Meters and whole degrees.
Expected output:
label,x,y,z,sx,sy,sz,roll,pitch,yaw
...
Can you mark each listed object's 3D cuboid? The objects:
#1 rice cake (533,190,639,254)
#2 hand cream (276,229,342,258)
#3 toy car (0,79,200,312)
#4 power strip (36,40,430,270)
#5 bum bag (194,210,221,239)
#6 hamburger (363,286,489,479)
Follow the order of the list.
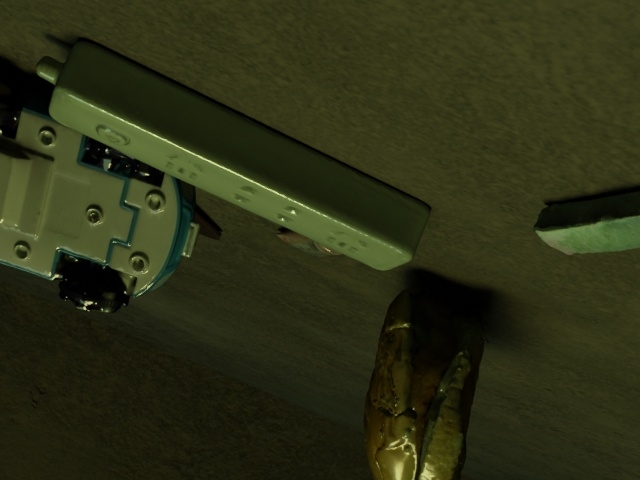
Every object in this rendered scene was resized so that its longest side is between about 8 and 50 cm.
label,x,y,z,sx,sy,sz,roll,pitch,yaw
rice cake,0.237,-0.018,0.817,0.043,0.034,0.211,36,162,-17
hand cream,0.000,0.000,1.218,0.067,0.043,0.210,27,170,-11
toy car,-0.271,-0.056,1.146,0.314,0.198,0.166,17,-162,4
power strip,-0.083,-0.076,1.013,0.385,0.062,0.091,24,162,-13
bum bag,-0.196,-0.039,1.375,0.109,0.026,0.159,15,164,23
hamburger,0.116,0.192,1.279,0.134,0.265,0.285,13,161,12
